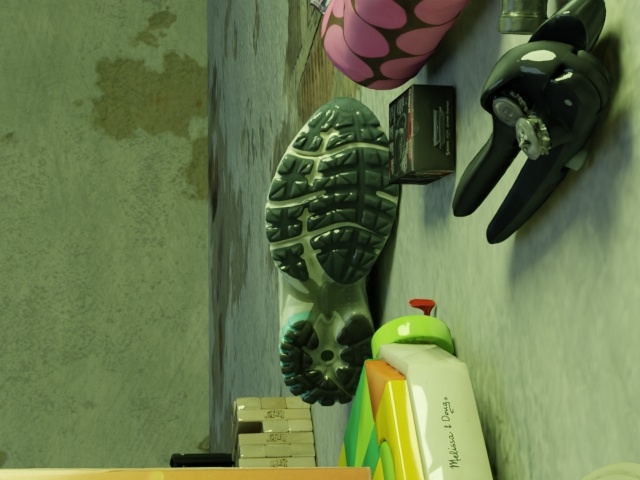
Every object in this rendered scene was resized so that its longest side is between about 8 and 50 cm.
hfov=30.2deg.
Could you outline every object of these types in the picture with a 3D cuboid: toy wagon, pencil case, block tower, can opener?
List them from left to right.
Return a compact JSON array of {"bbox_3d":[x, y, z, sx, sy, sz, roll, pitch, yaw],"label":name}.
[{"bbox_3d":[-0.048,0.324,1.329,0.091,0.097,0.335,100,166,-46],"label":"block tower"},{"bbox_3d":[0.055,0.231,0.802,0.344,0.068,0.267,102,166,-47],"label":"toy wagon"},{"bbox_3d":[0.056,-0.179,0.802,0.209,0.095,0.098,140,151,-75],"label":"pencil case"},{"bbox_3d":[0.107,-0.046,0.611,0.059,0.073,0.186,45,155,17],"label":"can opener"}]

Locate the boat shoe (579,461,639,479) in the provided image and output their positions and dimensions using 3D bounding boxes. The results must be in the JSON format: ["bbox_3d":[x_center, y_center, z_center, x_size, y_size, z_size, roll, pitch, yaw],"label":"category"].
[{"bbox_3d":[0.144,0.135,0.384,0.065,0.075,0.206,49,175,-17],"label":"boat shoe"}]

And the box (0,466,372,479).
[{"bbox_3d":[-0.140,0.267,0.711,0.168,0.345,0.215,105,163,-54],"label":"box"}]

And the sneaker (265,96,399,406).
[{"bbox_3d":[0.000,0.000,1.047,0.122,0.110,0.283,-100,14,-62],"label":"sneaker"}]

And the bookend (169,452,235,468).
[{"bbox_3d":[-0.116,0.357,1.535,0.072,0.157,0.156,116,154,-69],"label":"bookend"}]

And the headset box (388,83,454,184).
[{"bbox_3d":[0.072,-0.075,0.846,0.083,0.032,0.062,155,115,-78],"label":"headset box"}]

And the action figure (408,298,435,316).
[{"bbox_3d":[0.065,0.095,0.885,0.038,0.030,0.115,-107,18,-47],"label":"action figure"}]

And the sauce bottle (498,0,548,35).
[{"bbox_3d":[0.109,-0.171,0.613,0.042,0.042,0.128,-145,56,-78],"label":"sauce bottle"}]
